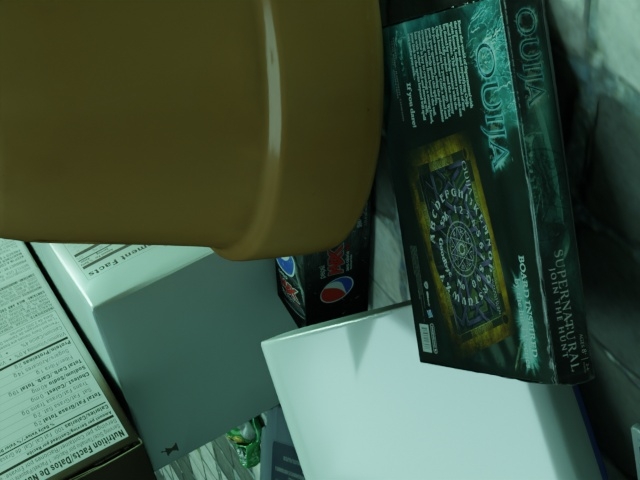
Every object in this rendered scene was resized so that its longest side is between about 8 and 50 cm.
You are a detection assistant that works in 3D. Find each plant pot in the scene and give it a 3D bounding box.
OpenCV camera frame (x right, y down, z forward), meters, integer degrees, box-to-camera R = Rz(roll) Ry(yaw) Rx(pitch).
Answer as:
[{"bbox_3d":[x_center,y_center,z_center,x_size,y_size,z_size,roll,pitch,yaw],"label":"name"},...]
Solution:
[{"bbox_3d":[-0.116,-0.116,0.728,0.291,0.203,0.291,168,90,-69],"label":"plant pot"}]

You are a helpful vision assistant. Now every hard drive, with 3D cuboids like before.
[{"bbox_3d":[0.091,0.192,0.738,0.210,0.040,0.318,-18,90,44],"label":"hard drive"}]

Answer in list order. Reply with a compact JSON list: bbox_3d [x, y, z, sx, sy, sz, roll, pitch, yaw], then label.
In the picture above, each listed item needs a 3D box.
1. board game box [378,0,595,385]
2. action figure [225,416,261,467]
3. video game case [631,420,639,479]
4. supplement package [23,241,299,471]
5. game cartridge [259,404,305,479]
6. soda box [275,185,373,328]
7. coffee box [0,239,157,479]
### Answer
[{"bbox_3d":[0.079,-0.024,0.614,0.126,0.026,0.186,2,103,63],"label":"board game box"},{"bbox_3d":[-0.129,0.178,1.501,0.232,0.063,0.137,63,159,-8],"label":"action figure"},{"bbox_3d":[0.206,0.153,0.616,0.122,0.011,0.087,37,148,54],"label":"video game case"},{"bbox_3d":[-0.135,0.014,1.063,0.262,0.198,0.199,46,156,44],"label":"supplement package"},{"bbox_3d":[0.003,0.252,1.111,0.297,0.062,0.198,168,101,-72],"label":"game cartridge"},{"bbox_3d":[0.000,0.000,0.896,0.053,0.060,0.169,56,160,34],"label":"soda box"},{"bbox_3d":[-0.248,0.132,1.024,0.297,0.119,0.168,51,159,34],"label":"coffee box"}]
